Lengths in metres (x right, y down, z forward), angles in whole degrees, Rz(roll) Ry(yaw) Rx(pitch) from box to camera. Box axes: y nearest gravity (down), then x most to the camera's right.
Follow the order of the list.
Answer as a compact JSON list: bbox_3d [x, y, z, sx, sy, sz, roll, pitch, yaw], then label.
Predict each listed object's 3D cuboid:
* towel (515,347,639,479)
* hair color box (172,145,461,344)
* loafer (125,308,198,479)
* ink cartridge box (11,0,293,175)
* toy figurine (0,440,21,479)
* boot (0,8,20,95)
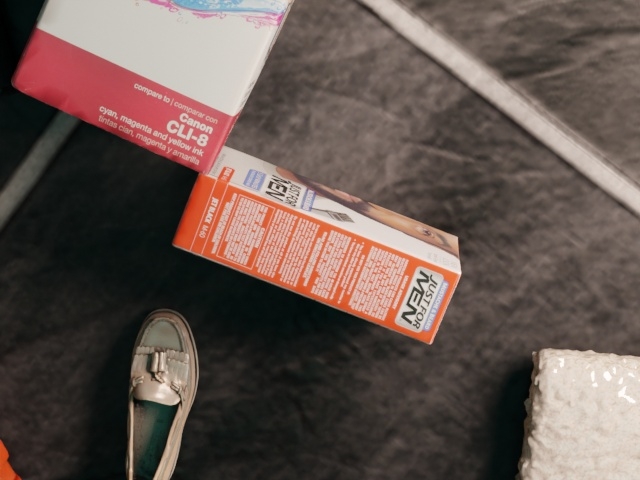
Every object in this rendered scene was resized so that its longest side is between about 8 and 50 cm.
[{"bbox_3d":[0.210,0.213,1.085,0.187,0.049,0.282,7,104,1],"label":"towel"},{"bbox_3d":[0.000,0.000,1.022,0.167,0.093,0.053,22,104,-3],"label":"hair color box"},{"bbox_3d":[-0.106,0.109,1.081,0.045,0.039,0.125,8,104,2],"label":"loafer"},{"bbox_3d":[-0.080,-0.153,0.971,0.127,0.128,0.176,25,104,-3],"label":"ink cartridge box"},{"bbox_3d":[-0.308,0.165,1.019,0.209,0.213,0.148,-23,113,13],"label":"toy figurine"},{"bbox_3d":[-0.203,-0.138,1.024,0.121,0.045,0.099,-6,101,12],"label":"boot"}]
